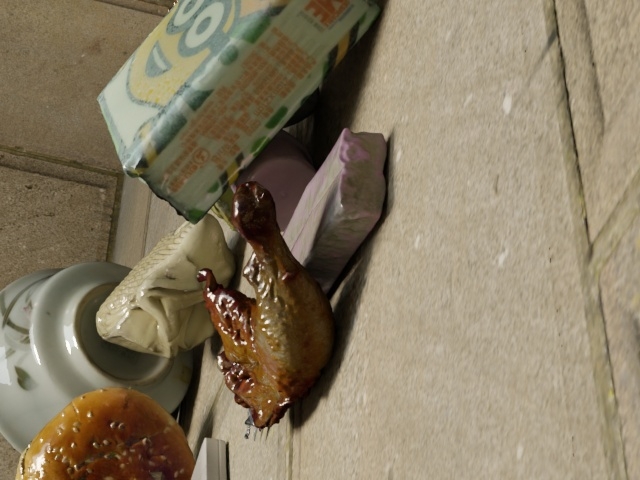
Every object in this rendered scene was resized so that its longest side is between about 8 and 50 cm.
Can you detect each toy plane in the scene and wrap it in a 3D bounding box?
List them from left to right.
[{"bbox_3d":[-0.073,0.184,1.734,0.083,0.031,0.079,-93,19,-51],"label":"toy plane"}]

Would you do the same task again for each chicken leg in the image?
[{"bbox_3d":[-0.055,0.074,1.516,0.177,0.083,0.322,52,153,13],"label":"chicken leg"}]

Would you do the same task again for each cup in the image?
[{"bbox_3d":[-0.328,0.168,2.300,0.163,0.347,0.347,-39,38,47],"label":"cup"}]

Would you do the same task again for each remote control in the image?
[{"bbox_3d":[-0.138,0.349,1.863,0.250,0.034,0.103,-98,24,-61],"label":"remote control"}]

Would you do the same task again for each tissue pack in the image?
[{"bbox_3d":[-0.097,-0.200,1.683,0.311,0.128,0.228,-47,30,9],"label":"tissue pack"}]

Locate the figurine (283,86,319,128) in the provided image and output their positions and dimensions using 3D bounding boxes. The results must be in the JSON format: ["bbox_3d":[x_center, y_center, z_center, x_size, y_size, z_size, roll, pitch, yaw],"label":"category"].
[{"bbox_3d":[-0.040,-0.181,1.824,0.094,0.082,0.086,-66,-12,0],"label":"figurine"}]

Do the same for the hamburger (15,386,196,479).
[{"bbox_3d":[-0.284,0.339,2.068,0.146,0.243,0.286,172,94,-75],"label":"hamburger"}]

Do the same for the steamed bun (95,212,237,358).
[{"bbox_3d":[-0.199,0.081,2.175,0.218,0.144,0.211,-52,12,-25],"label":"steamed bun"}]

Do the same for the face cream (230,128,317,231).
[{"bbox_3d":[-0.068,-0.102,1.794,0.096,0.154,0.274,-48,26,10],"label":"face cream"}]

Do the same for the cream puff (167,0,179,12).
[{"bbox_3d":[-0.160,-0.282,2.330,0.269,0.154,0.241,73,-156,-84],"label":"cream puff"}]

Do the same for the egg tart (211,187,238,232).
[{"bbox_3d":[-0.112,-0.105,1.931,0.078,0.197,0.197,-28,32,16],"label":"egg tart"}]

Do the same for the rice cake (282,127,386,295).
[{"bbox_3d":[0.001,-0.002,1.534,0.298,0.050,0.106,121,157,-58],"label":"rice cake"}]
